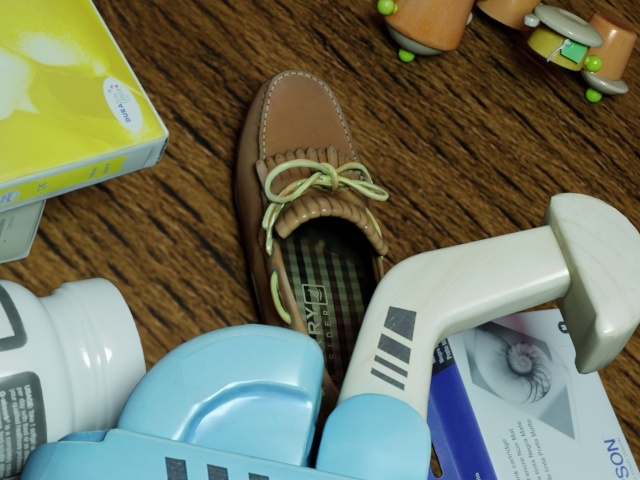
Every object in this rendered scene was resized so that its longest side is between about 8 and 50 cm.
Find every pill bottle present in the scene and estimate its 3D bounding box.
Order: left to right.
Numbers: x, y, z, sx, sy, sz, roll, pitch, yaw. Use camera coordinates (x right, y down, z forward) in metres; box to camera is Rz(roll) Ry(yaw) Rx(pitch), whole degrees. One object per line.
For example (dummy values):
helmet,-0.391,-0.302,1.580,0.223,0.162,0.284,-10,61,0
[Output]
pill bottle,-0.282,0.117,0.910,0.278,0.162,0.162,-11,66,-29

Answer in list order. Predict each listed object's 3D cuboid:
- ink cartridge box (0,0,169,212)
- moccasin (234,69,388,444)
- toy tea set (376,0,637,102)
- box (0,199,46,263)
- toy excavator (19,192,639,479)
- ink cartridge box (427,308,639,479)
ink cartridge box,-0.324,-0.150,0.961,0.307,0.072,0.304,-20,71,-34
moccasin,-0.003,-0.001,1.115,0.139,0.147,0.380,10,57,-19
toy tea set,0.208,-0.235,1.402,0.336,0.124,0.200,25,24,-5
box,-0.357,-0.130,1.052,0.148,0.121,0.311,-14,67,-29
toy excavator,0.016,0.139,0.898,0.432,0.222,0.445,10,62,3
ink cartridge box,0.180,0.177,1.153,0.224,0.045,0.223,-7,64,-27
